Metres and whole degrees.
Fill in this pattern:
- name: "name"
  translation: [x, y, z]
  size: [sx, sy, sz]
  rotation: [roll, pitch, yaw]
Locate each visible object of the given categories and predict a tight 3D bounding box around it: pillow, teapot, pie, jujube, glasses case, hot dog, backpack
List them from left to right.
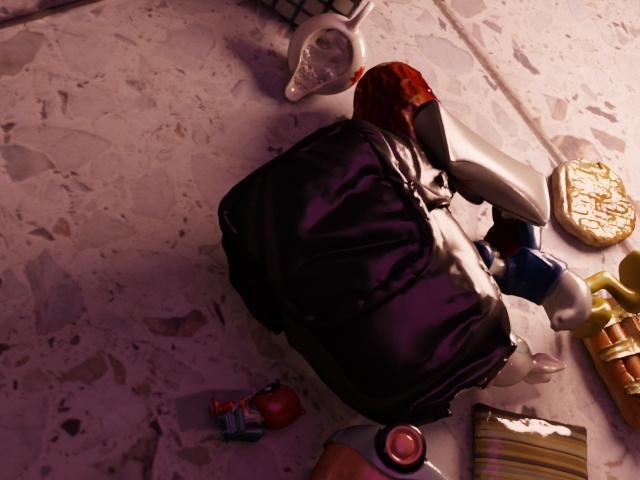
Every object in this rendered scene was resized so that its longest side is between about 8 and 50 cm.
- name: "teapot"
  translation: [0.019, -0.346, 1.647]
  size: [0.145, 0.226, 0.092]
  rotation: [38, 14, -9]
- name: "backpack"
  translation: [0.077, 0.058, 1.335]
  size: [0.363, 0.255, 0.446]
  rotation: [-32, 71, 0]
- name: "jujube"
  translation: [0.142, -0.171, 1.577]
  size: [0.197, 0.197, 0.290]
  rotation: [0, 63, -23]
- name: "glasses case"
  translation: [0.259, -0.108, 1.454]
  size: [0.308, 0.083, 0.128]
  rotation: [27, 39, -38]
- name: "pillow"
  translation: [0.334, 0.377, 1.439]
  size: [0.208, 0.052, 0.212]
  rotation: [15, 56, -12]
- name: "pie"
  translation: [0.537, -0.073, 1.773]
  size: [0.195, 0.046, 0.195]
  rotation: [9, 60, -16]
- name: "hot dog"
  translation: [0.541, 0.215, 1.595]
  size: [0.109, 0.072, 0.270]
  rotation: [-18, 69, -12]

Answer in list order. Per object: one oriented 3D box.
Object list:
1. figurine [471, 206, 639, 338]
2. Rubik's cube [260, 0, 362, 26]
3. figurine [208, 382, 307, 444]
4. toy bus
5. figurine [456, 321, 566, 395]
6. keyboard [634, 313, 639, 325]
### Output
- name: "figurine"
  translation: [0.337, 0.027, 1.519]
  size: [0.338, 0.205, 0.284]
  rotation: [9, 37, -30]
- name: "Rubik's cube"
  translation: [0.012, -0.556, 1.696]
  size: [0.237, 0.238, 0.237]
  rotation: [33, 54, -5]
- name: "figurine"
  translation: [-0.088, 0.251, 1.320]
  size: [0.140, 0.068, 0.075]
  rotation: [-9, 65, -24]
- name: "toy bus"
  translation: [0.098, 0.398, 1.252]
  size: [0.287, 0.194, 0.232]
  rotation: [41, 63, 2]
- name: "figurine"
  translation: [0.273, 0.177, 1.483]
  size: [0.235, 0.127, 0.155]
  rotation: [-1, 44, -26]
- name: "keyboard"
  translation: [0.585, 0.169, 1.680]
  size: [0.074, 0.015, 0.197]
  rotation: [17, 58, -13]
